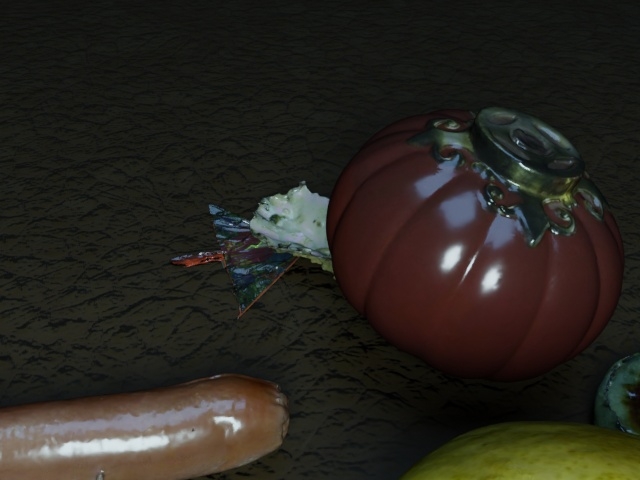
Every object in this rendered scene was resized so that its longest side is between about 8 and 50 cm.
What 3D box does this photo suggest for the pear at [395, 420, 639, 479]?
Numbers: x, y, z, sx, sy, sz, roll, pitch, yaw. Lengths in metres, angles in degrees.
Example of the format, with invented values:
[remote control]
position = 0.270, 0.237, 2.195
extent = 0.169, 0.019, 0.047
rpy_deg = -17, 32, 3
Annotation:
[pear]
position = 0.155, 0.248, 0.444
extent = 0.314, 0.315, 0.314
rpy_deg = 2, 35, -2

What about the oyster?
[oyster]
position = 0.001, -0.006, 0.996
extent = 0.209, 0.072, 0.133
rpy_deg = 11, 40, 31

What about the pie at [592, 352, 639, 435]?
[pie]
position = 0.380, 0.184, 0.766
extent = 0.240, 0.054, 0.241
rpy_deg = 1, 33, -1

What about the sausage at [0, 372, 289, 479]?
[sausage]
position = -0.233, 0.177, 0.691
extent = 0.418, 0.094, 0.094
rpy_deg = -5, 65, -12

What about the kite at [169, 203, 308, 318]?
[kite]
position = -0.092, 0.015, 1.005
extent = 0.189, 0.009, 0.232
rpy_deg = -8, 36, -17

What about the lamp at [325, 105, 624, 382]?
[lamp]
position = 0.154, 0.001, 0.818
extent = 0.303, 0.257, 0.303
rpy_deg = 14, 38, -11
